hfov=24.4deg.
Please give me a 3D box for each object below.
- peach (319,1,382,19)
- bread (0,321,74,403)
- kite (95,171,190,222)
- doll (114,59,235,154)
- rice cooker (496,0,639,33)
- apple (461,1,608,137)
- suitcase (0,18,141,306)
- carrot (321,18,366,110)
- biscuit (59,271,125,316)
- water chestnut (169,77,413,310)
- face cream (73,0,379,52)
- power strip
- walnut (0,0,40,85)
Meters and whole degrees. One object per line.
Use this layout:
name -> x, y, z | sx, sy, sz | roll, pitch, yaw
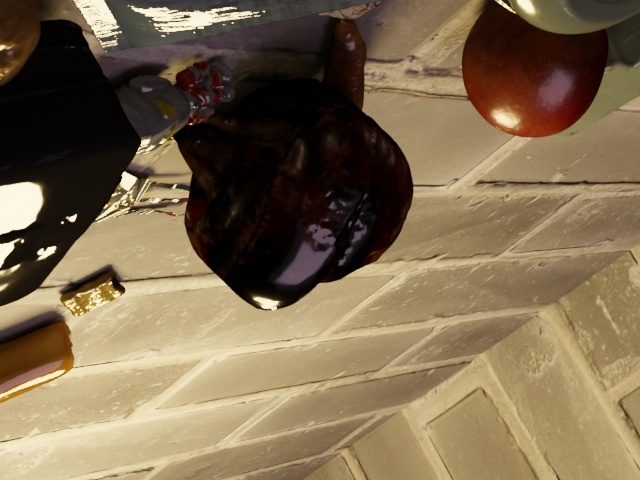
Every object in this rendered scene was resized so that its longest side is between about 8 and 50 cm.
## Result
peach -> 0.020, -0.271, 1.480 | 0.098, 0.061, 0.098 | -9, 131, -11
bread -> -0.445, 0.188, 2.031 | 0.239, 0.074, 0.092 | -23, 157, -18
kite -> -0.231, -0.048, 1.797 | 0.141, 0.015, 0.245 | -38, 160, 34
doll -> -0.167, -0.140, 1.554 | 0.180, 0.079, 0.094 | -26, 135, -28
rice cooker -> 0.185, -0.336, 1.197 | 0.288, 0.277, 0.288 | -32, 150, -21
apple -> 0.265, -0.219, 1.806 | 0.181, 0.181, 0.168 | -13, 156, -41
suitcase -> -0.354, -0.038, 1.352 | 0.339, 0.188, 0.345 | -17, 160, -39
carrot -> 0.027, -0.190, 1.730 | 0.059, 0.059, 0.248 | -24, 159, -15
biscuit -> -0.308, 0.073, 2.008 | 0.081, 0.018, 0.083 | -27, 162, -3
water chestnut -> -0.040, -0.062, 1.699 | 0.289, 0.244, 0.289 | -19, -170, 4
face cream -> -0.033, -0.248, 1.389 | 0.385, 0.086, 0.135 | -13, 163, 2
power strip -> 0.409, -0.230, 2.065 | 0.261, 0.141, 0.229 | -33, 163, 23
walnut -> -0.294, -0.179, 1.142 | 0.167, 0.149, 0.166 | 5, 169, 1
